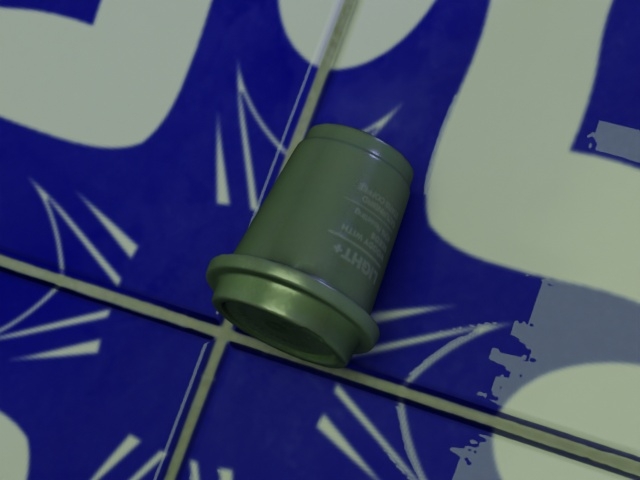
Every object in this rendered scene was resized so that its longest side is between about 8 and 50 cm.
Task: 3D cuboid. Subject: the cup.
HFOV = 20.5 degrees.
[{"bbox_3d":[0.000,0.000,1.156,0.120,0.120,0.141,18,73,22],"label":"cup"}]
